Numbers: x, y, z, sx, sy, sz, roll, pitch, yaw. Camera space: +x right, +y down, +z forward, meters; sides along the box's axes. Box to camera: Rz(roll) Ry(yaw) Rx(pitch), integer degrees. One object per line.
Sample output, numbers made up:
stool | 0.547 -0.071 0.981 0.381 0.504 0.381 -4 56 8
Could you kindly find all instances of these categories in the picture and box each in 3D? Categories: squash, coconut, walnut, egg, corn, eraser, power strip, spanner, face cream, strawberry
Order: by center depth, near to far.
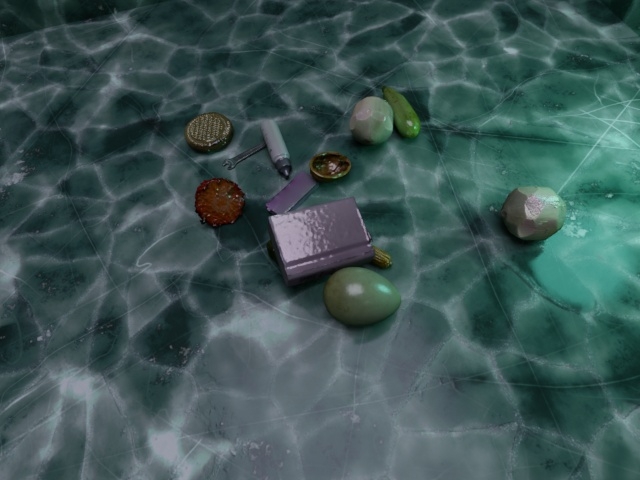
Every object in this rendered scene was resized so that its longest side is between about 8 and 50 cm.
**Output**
egg | 0.156 0.212 1.677 0.295 0.218 0.218 10 60 -4
eraser | 0.000 0.000 1.745 0.359 0.122 0.272 -16 69 -15
coconut | 0.855 -0.115 1.826 0.230 0.227 0.227 2 60 -4
corn | 0.206 0.051 1.853 0.207 0.068 0.068 29 65 18
strawberry | -0.457 -0.186 1.994 0.234 0.234 0.178 -22 31 -9
power strip | -0.125 -0.207 2.039 0.109 0.037 0.279 36 67 21
walnut | 0.035 -0.326 2.068 0.211 0.087 0.167 -23 62 -28
coconut | 0.240 -0.557 2.127 0.224 0.224 0.234 14 64 11
face cream | -0.203 -0.432 2.138 0.092 0.092 0.311 -19 68 -8
spanner | -0.344 -0.436 2.199 0.302 0.017 0.071 -34 65 -15
squash | 0.397 -0.648 2.229 0.118 0.118 0.371 -15 56 -6

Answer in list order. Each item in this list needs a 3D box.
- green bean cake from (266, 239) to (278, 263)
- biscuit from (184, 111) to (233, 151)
green bean cake | -0.096 0.031 1.855 0.214 0.113 0.200 39 70 21
biscuit | -0.557 -0.543 2.237 0.259 0.079 0.259 -1 59 2
